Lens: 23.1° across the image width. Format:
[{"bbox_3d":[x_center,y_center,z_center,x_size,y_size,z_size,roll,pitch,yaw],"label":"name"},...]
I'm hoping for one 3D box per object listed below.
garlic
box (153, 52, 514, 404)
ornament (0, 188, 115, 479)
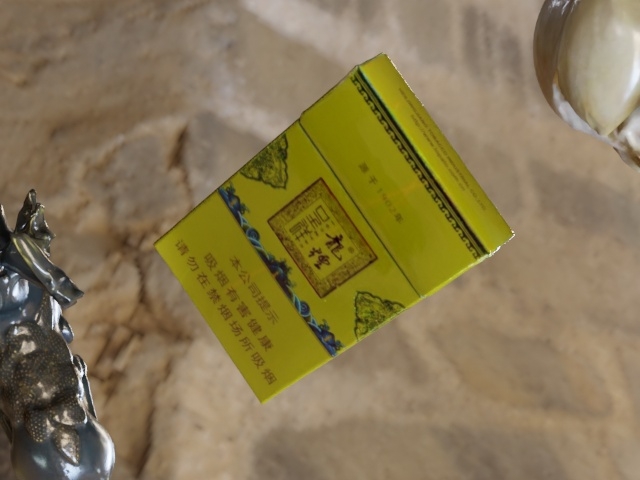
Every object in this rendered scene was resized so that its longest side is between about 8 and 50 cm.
[{"bbox_3d":[0.313,-0.147,1.329,0.281,0.203,0.185,10,174,24],"label":"garlic"},{"bbox_3d":[-0.001,0.000,1.126,0.041,0.279,0.153,-32,-94,-44],"label":"box"},{"bbox_3d":[-0.180,0.070,0.958,0.236,0.080,0.202,133,118,-75],"label":"ornament"}]
